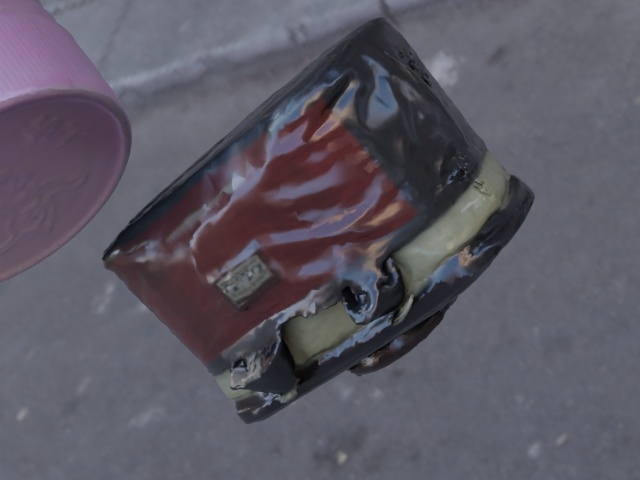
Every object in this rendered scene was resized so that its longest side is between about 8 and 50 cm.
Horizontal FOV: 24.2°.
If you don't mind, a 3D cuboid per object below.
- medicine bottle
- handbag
[{"bbox_3d":[-0.296,-0.136,1.036,0.202,0.202,0.316,-44,66,6],"label":"medicine bottle"},{"bbox_3d":[0.000,0.000,0.960,0.254,0.181,0.181,-37,8,33],"label":"handbag"}]
